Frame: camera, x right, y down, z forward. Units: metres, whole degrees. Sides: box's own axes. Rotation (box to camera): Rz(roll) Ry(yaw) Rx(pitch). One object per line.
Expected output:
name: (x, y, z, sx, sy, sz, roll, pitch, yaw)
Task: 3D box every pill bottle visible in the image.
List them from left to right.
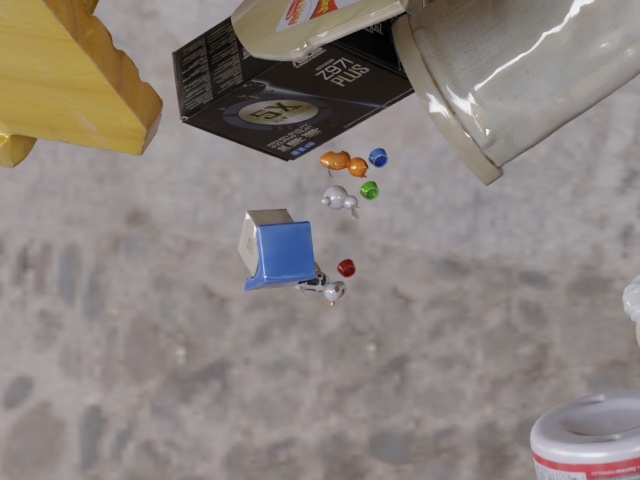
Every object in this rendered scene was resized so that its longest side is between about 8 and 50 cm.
pill bottle: (0.307, 0.301, 1.886, 0.161, 0.161, 0.283, -1, 108, 39)

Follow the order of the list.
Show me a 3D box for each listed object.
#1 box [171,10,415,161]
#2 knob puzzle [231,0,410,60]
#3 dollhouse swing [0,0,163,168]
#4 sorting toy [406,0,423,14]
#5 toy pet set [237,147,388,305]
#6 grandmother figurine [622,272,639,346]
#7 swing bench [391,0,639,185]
box: (-0.019, -0.156, 1.759, 0.180, 0.147, 0.077, -27, 59, 34)
knob puzzle: (0.013, -0.194, 1.495, 0.213, 0.030, 0.213, -29, 30, 18)
dollhouse swing: (-0.259, -0.261, 1.537, 0.305, 0.347, 0.315, -5, 50, 32)
sorting toy: (0.138, -0.272, 2.037, 0.255, 0.257, 0.089, -129, 23, -60)
toy pet set: (0.000, 0.000, 1.476, 0.065, 0.114, 0.122, -123, 37, -46)
grandmother figurine: (0.346, 0.185, 1.739, 0.104, 0.208, 0.342, -17, 76, 18)
swing bench: (0.209, -0.214, 1.669, 0.253, 0.255, 0.165, -35, 100, 23)
